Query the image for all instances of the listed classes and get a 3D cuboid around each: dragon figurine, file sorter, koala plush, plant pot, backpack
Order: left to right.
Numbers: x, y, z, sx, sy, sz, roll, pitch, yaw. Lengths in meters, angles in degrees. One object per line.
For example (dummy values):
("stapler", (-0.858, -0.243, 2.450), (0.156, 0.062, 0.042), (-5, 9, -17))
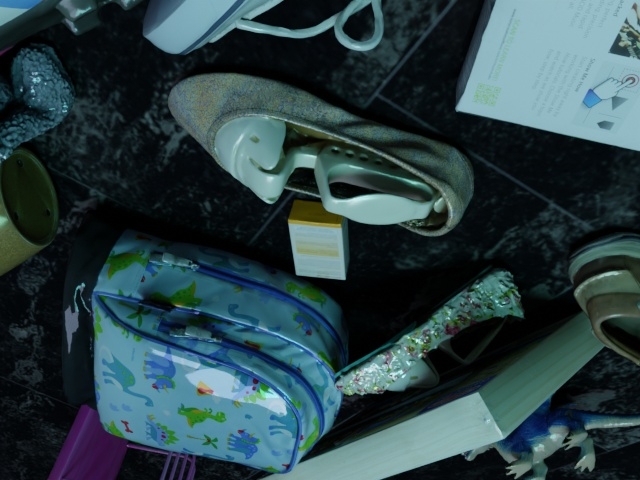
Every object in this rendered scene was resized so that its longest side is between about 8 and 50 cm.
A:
("koala plush", (-0.370, -0.176, 0.585), (0.196, 0.203, 0.221), (1, 126, 15))
("plant pot", (-0.447, -0.026, 0.760), (0.255, 0.237, 0.237), (-12, 135, 6))
("file sorter", (-0.342, 0.420, 1.224), (0.182, 0.202, 0.290), (10, 139, 3))
("backpack", (-0.140, 0.143, 0.841), (0.356, 0.273, 0.290), (7, 126, -12))
("dragon figurine", (0.314, 0.251, 0.926), (0.289, 0.144, 0.085), (-35, 120, 19))

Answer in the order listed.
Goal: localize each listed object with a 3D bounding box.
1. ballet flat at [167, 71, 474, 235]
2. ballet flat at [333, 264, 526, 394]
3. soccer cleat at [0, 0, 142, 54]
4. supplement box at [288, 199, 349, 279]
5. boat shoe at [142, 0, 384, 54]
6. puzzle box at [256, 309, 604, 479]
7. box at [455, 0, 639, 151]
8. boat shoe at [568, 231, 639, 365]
("ballet flat", (-0.005, -0.078, 0.632), (0.316, 0.106, 0.107), (14, 139, 1))
("ballet flat", (0.129, 0.117, 0.743), (0.241, 0.077, 0.091), (-34, 165, -4))
("soccer cleat", (-0.281, -0.184, 0.478), (0.143, 0.331, 0.116), (60, 164, -13))
("supplement box", (0.000, 0.000, 0.772), (0.062, 0.036, 0.098), (6, 139, 10))
("boat shoe", (0.023, -0.218, 0.457), (0.157, 0.135, 0.367), (27, 141, -33))
("puzzle box", (0.126, 0.221, 0.834), (0.409, 0.272, 0.052), (-38, 77, 42))
("box", (0.288, -0.165, 0.488), (0.322, 0.058, 0.232), (14, 139, 2))
("boat shoe", (0.401, 0.115, 0.722), (0.325, 0.116, 0.123), (27, 138, -14))
